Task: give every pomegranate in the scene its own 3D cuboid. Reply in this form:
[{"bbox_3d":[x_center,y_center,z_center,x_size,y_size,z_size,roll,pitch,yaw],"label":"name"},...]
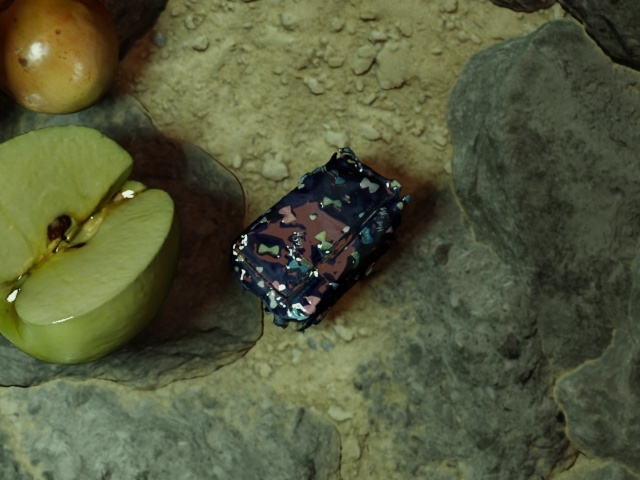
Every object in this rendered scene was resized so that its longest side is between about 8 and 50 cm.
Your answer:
[{"bbox_3d":[-0.365,-0.258,1.534,0.191,0.191,0.191,2,79,-10],"label":"pomegranate"}]

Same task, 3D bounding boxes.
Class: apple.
[{"bbox_3d":[-0.326,0.016,1.461,0.295,0.233,0.258,38,61,9],"label":"apple"}]

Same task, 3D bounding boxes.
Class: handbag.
[{"bbox_3d":[0.000,0.000,1.584,0.162,0.113,0.260,43,76,7],"label":"handbag"}]
